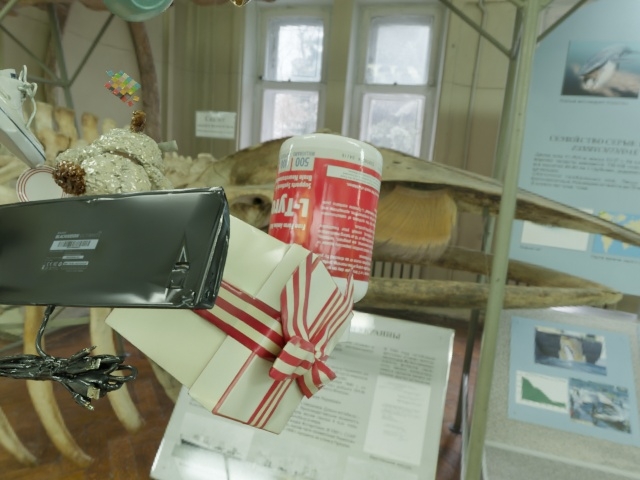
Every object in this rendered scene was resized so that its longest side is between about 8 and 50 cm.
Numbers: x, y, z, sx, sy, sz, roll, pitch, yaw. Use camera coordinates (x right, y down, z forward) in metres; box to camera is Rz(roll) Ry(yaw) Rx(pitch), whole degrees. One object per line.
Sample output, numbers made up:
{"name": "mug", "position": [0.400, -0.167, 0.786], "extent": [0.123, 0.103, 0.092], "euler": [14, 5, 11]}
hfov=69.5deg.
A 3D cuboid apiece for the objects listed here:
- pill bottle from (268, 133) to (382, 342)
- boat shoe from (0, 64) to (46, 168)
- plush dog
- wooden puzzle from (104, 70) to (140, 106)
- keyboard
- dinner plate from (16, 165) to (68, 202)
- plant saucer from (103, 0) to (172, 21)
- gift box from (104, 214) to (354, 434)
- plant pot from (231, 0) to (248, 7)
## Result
{"name": "pill bottle", "position": [0.000, 0.000, 0.989], "extent": [0.229, 0.407, 0.229], "euler": [7, -6, 1]}
{"name": "boat shoe", "position": [-0.725, -0.347, 1.049], "extent": [0.136, 0.367, 0.156], "euler": [10, 49, 43]}
{"name": "plush dog", "position": [-0.417, -0.139, 0.969], "extent": [0.262, 0.210, 0.225], "euler": [21, 32, -26]}
{"name": "wooden puzzle", "position": [-0.403, -0.314, 0.942], "extent": [0.083, 0.049, 0.006], "euler": [38, -18, -6]}
{"name": "keyboard", "position": [-0.234, 0.045, 0.427], "extent": [0.317, 0.201, 0.033], "euler": [-2, -30, 21]}
{"name": "dinner plate", "position": [-0.798, -0.146, 1.329], "extent": [0.141, 0.141, 0.017], "euler": [4, 5, -5]}
{"name": "plant saucer", "position": [-0.370, -0.548, 0.975], "extent": [0.037, 0.195, 0.195], "euler": [45, 26, 19]}
{"name": "gift box", "position": [-0.097, 0.102, 0.672], "extent": [0.258, 0.276, 0.255], "euler": [28, -12, 27]}
{"name": "plant pot", "position": [-0.193, -0.887, 1.412], "extent": [0.254, 0.237, 0.237], "euler": [-32, 20, -12]}
